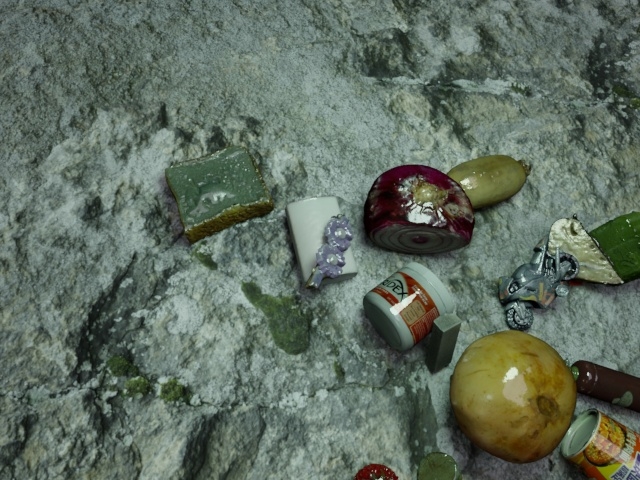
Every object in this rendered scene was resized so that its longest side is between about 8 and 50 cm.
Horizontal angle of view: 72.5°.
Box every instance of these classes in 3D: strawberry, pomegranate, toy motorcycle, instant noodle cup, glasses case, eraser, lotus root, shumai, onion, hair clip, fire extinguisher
[{"bbox_3d":[0.148,0.666,1.151,0.145,0.086,0.145,3,68,-7],"label":"strawberry"},{"bbox_3d":[0.499,0.412,1.187,0.338,0.338,0.338,2,69,-5],"label":"pomegranate"},{"bbox_3d":[0.673,0.133,1.384,0.173,0.108,0.307,42,84,9],"label":"toy motorcycle"},{"bbox_3d":[0.786,0.582,1.196,0.174,0.213,0.213,36,70,18],"label":"instant noodle cup"},{"bbox_3d":[0.349,0.293,1.252,0.071,0.205,0.047,-22,44,-18],"label":"glasses case"},{"bbox_3d":[0.000,0.000,1.386,0.174,0.095,0.270,-10,72,-14],"label":"eraser"},{"bbox_3d":[0.582,-0.208,1.494,0.342,0.151,0.169,-17,72,-9],"label":"lotus root"},{"bbox_3d":[0.838,0.050,1.430,0.170,0.074,0.261,-27,75,20],"label":"lotus root"},{"bbox_3d":[0.334,0.638,1.190,0.087,0.123,0.099,39,41,-32],"label":"shumai"},{"bbox_3d":[0.307,-0.105,1.371,0.336,0.282,0.260,3,65,10],"label":"onion"},{"bbox_3d":[0.033,0.030,1.297,0.106,0.084,0.292,36,57,-19],"label":"hair clip"},{"bbox_3d":[0.834,0.441,1.297,0.344,0.102,0.138,17,70,1],"label":"fire extinguisher"}]

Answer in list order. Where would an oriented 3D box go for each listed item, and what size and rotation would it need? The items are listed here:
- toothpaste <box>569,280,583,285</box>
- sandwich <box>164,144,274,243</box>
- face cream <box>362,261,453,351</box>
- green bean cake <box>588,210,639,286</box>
[{"bbox_3d":[0.851,0.059,1.486,0.048,0.031,0.190,1,72,-9],"label":"toothpaste"},{"bbox_3d":[-0.329,-0.166,1.415,0.301,0.099,0.271,-22,73,-12],"label":"sandwich"},{"bbox_3d":[0.252,0.194,1.279,0.187,0.201,0.201,-34,76,-16],"label":"face cream"},{"bbox_3d":[0.984,0.030,1.412,0.113,0.214,0.200,-17,72,-16],"label":"green bean cake"}]
